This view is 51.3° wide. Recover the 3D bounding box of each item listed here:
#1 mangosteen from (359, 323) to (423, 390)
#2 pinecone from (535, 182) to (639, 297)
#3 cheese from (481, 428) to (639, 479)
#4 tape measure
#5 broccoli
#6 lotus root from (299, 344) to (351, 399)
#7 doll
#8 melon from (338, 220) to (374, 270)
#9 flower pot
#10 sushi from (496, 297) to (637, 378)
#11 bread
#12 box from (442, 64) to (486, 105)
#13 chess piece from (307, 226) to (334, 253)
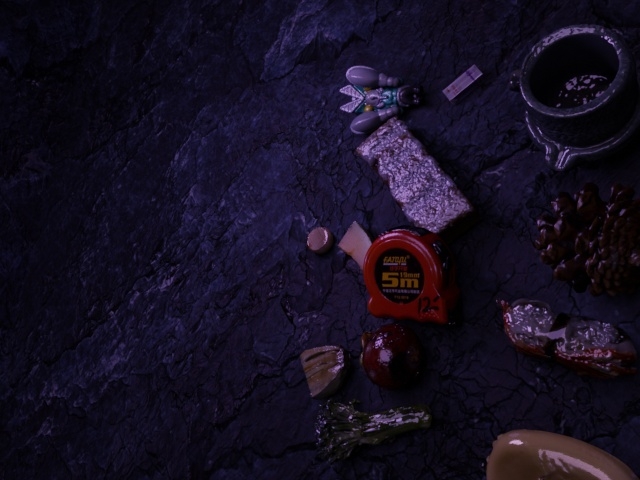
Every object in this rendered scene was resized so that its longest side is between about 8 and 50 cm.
[{"bbox_3d":[0.172,0.296,1.686,0.180,0.166,0.166,-18,57,58],"label":"mangosteen"},{"bbox_3d":[0.593,-0.006,1.464,0.264,0.264,0.264,-14,63,29],"label":"pinecone"},{"bbox_3d":[0.482,0.520,1.381,0.316,0.128,0.259,30,91,41],"label":"cheese"},{"bbox_3d":[0.235,0.090,1.704,0.253,0.114,0.260,0,98,36],"label":"tape measure"},{"bbox_3d":[0.131,0.460,1.662,0.304,0.145,0.164,-14,66,16],"label":"broccoli"},{"bbox_3d":[0.026,0.350,1.810,0.144,0.070,0.143,-31,49,25],"label":"lotus root"},{"bbox_3d":[0.166,-0.444,2.003,0.258,0.153,0.195,-27,85,28],"label":"doll"},{"bbox_3d":[0.127,0.033,1.891,0.098,0.054,0.182,-52,50,12],"label":"melon"},{"bbox_3d":[0.604,-0.314,1.567,0.299,0.283,0.299,-11,67,28],"label":"flower pot"},{"bbox_3d":[0.538,0.214,1.479,0.332,0.124,0.130,13,68,37],"label":"sushi"},{"bbox_3d":[0.264,-0.165,1.843,0.165,0.113,0.416,-43,53,15],"label":"bread"},{"bbox_3d":[0.412,-0.445,1.911,0.117,0.036,0.050,-38,53,17],"label":"box"},{"bbox_3d":[0.000,0.000,2.002,0.084,0.038,0.083,-13,66,30],"label":"chess piece"}]
